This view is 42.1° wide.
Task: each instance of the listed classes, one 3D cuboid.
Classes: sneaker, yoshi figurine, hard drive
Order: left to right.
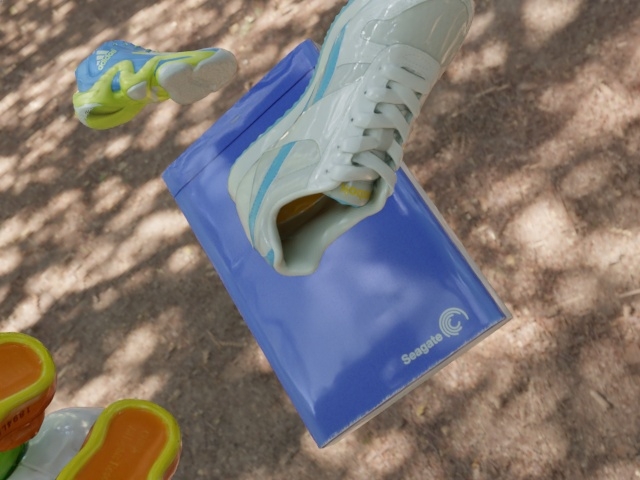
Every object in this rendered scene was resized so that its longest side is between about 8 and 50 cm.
[{"bbox_3d":[-0.225,0.240,0.549,0.362,0.203,0.203,-62,41,40],"label":"yoshi figurine"},{"bbox_3d":[-0.247,-0.253,1.197,0.240,0.091,0.126,-20,65,-8],"label":"sneaker"},{"bbox_3d":[0.000,0.000,0.778,0.210,0.040,0.319,-39,70,19],"label":"hard drive"},{"bbox_3d":[0.028,-0.074,0.549,0.229,0.087,0.092,-52,43,27],"label":"sneaker"}]

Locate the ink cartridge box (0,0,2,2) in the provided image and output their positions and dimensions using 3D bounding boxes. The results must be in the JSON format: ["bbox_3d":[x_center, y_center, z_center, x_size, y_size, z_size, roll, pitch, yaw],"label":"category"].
[{"bbox_3d":[-0.289,-0.212,0.608,0.209,0.109,0.062,-34,43,13],"label":"ink cartridge box"}]
